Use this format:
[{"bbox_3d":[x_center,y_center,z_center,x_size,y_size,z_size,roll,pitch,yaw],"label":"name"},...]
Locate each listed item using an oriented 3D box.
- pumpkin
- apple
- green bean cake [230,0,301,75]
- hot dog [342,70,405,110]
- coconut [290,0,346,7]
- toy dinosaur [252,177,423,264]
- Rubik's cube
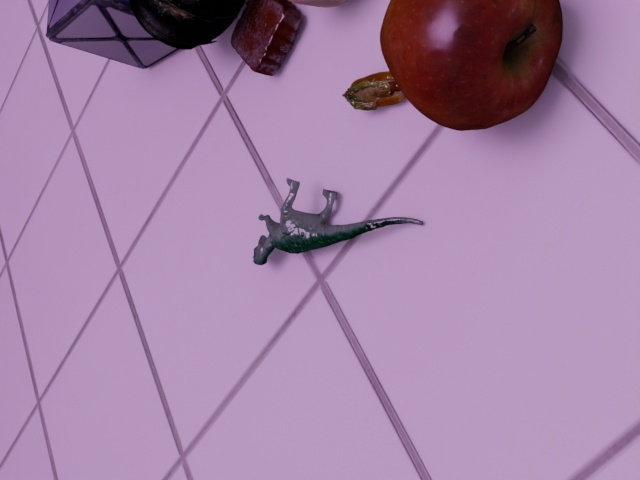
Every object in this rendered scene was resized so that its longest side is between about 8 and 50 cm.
[{"bbox_3d":[-0.256,-0.516,1.558,0.295,0.295,0.296,-13,73,48],"label":"pumpkin"},{"bbox_3d":[0.178,-0.251,1.050,0.230,0.229,0.230,-13,73,48],"label":"apple"},{"bbox_3d":[-0.098,-0.382,1.523,0.136,0.056,0.135,-59,45,24],"label":"green bean cake"},{"bbox_3d":[0.081,-0.229,1.289,0.133,0.041,0.057,2,100,51],"label":"hot dog"},{"bbox_3d":[-0.014,-0.463,1.339,0.170,0.182,0.171,-1,88,47],"label":"coconut"},{"bbox_3d":[-0.002,-0.049,1.335,0.383,0.076,0.130,-18,76,50],"label":"toy dinosaur"},{"bbox_3d":[-0.415,-0.544,1.777,0.254,0.260,0.259,-14,69,47],"label":"Rubik's cube"}]
